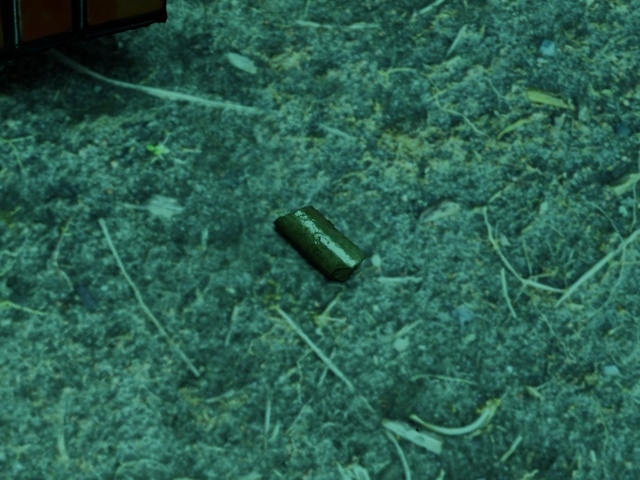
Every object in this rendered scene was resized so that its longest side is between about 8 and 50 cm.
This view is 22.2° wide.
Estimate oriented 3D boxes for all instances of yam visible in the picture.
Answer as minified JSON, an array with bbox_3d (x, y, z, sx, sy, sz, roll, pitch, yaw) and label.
[{"bbox_3d":[0.000,0.000,1.614,0.094,0.043,0.043,45,58,11],"label":"yam"}]

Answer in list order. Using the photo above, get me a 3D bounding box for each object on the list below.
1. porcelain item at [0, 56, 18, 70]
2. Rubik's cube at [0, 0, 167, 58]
[{"bbox_3d":[-0.405,-0.177,1.588,0.216,0.069,0.081,-9,36,-22],"label":"porcelain item"},{"bbox_3d":[-0.322,-0.362,1.554,0.283,0.293,0.288,-16,46,-27],"label":"Rubik's cube"}]
